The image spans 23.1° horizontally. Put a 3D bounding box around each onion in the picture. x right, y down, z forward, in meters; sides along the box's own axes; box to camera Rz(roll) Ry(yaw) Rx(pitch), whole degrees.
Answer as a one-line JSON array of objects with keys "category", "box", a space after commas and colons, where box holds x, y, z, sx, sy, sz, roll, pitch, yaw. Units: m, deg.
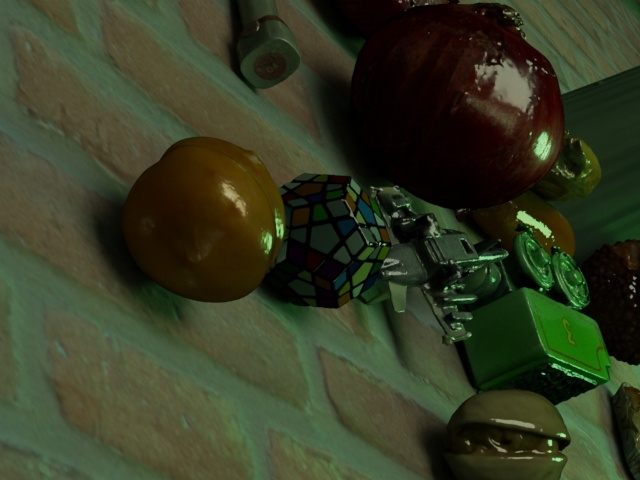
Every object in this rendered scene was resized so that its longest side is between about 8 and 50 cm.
[{"category": "onion", "box": [0.165, -0.166, 1.880, 0.276, 0.276, 0.276, 47, 24, -29]}, {"category": "onion", "box": [0.091, -0.354, 2.088, 0.248, 0.161, 0.248, 34, 38, -32]}]

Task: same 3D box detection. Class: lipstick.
[{"category": "lipstick", "box": [-0.069, -0.245, 1.735, 0.057, 0.063, 0.186, 45, 19, -36]}]

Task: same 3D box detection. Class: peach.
[{"category": "peach", "box": [-0.092, -0.014, 1.275, 0.138, 0.138, 0.138, 47, 24, -29]}]

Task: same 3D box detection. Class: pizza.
[{"category": "pizza", "box": [0.297, -0.106, 2.139, 0.258, 0.087, 0.268, 25, -5, 38]}]

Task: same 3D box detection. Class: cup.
[{"category": "cup", "box": [0.533, -0.127, 2.470, 0.310, 0.392, 0.401, 68, 17, 7]}]

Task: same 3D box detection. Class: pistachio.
[{"category": "pistachio", "box": [0.191, 0.213, 1.630, 0.185, 0.124, 0.124, 20, 43, -49]}]

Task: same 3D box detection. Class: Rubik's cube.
[{"category": "Rubik's cube", "box": [0.000, 0.000, 1.481, 0.133, 0.112, 0.133, 46, 27, -31]}]

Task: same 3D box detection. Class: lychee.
[{"category": "lychee", "box": [0.454, 0.096, 2.290, 0.188, 0.188, 0.188, 47, 24, -29]}]

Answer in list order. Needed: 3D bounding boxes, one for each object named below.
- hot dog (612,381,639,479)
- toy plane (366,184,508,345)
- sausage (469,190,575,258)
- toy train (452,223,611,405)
[{"category": "hot dog", "box": [0.454, 0.277, 2.198, 0.099, 0.053, 0.192, 46, 22, -22]}, {"category": "toy plane", "box": [0.139, 0.017, 1.699, 0.262, 0.088, 0.192, -12, 70, -43]}, {"category": "sausage", "box": [0.278, -0.023, 2.153, 0.238, 0.098, 0.098, 33, 34, -49]}, {"category": "toy train", "box": [0.252, 0.102, 1.887, 0.243, 0.132, 0.188, 23, 46, -53]}]
